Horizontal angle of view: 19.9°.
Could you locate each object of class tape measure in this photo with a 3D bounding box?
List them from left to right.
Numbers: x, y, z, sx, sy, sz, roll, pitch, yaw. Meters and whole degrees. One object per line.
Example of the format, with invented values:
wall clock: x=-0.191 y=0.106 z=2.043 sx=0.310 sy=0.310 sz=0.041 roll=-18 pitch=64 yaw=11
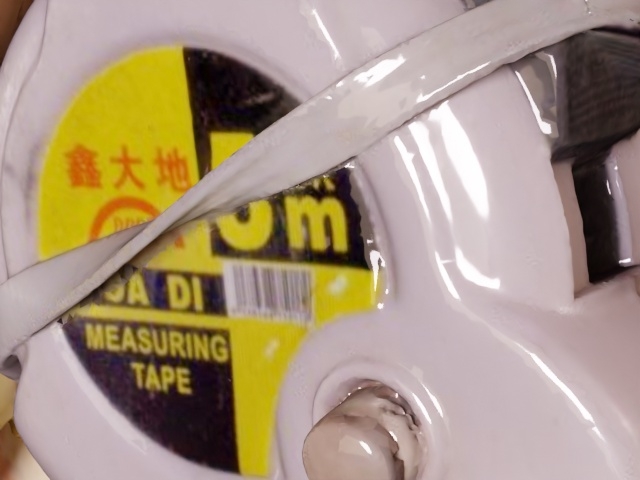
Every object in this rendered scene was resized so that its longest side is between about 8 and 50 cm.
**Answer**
tape measure: x=0.000 y=0.000 z=0.474 sx=0.236 sy=0.120 sz=0.197 roll=4 pitch=106 yaw=37

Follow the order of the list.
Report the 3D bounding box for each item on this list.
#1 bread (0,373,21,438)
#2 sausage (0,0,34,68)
bread: x=-0.266 y=-0.006 z=0.634 sx=0.316 sy=0.270 sz=0.211 roll=61 pitch=144 yaw=8
sausage: x=-0.137 y=-0.079 z=0.519 sx=0.123 sy=0.123 sz=0.253 roll=1 pitch=58 yaw=42
